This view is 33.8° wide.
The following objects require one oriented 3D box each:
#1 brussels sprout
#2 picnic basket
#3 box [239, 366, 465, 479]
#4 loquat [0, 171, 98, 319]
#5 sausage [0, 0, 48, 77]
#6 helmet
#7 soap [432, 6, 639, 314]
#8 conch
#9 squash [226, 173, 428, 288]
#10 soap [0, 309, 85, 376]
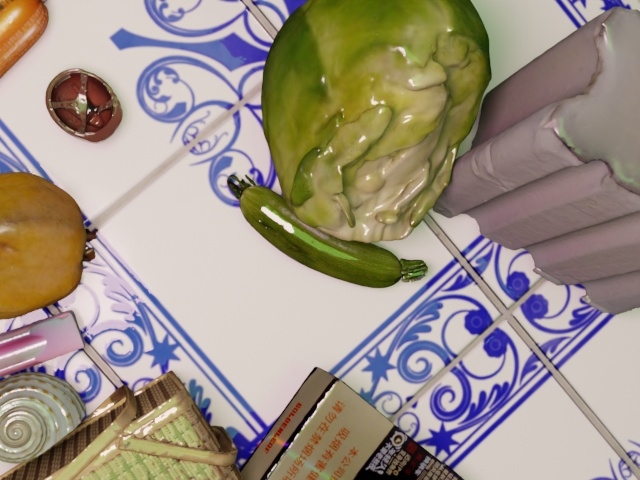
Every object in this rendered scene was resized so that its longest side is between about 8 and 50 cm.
[{"bbox_3d":[0.073,-0.190,1.432,0.276,0.315,0.371,3,114,-34],"label":"brussels sprout"},{"bbox_3d":[-0.270,0.311,1.374,0.313,0.228,0.175,-32,97,-10],"label":"picnic basket"},{"bbox_3d":[0.055,0.344,1.466,0.310,0.084,0.198,41,79,-24],"label":"box"},{"bbox_3d":[-0.405,0.009,1.386,0.234,0.176,0.187,-11,132,-29],"label":"loquat"},{"bbox_3d":[-0.477,-0.239,1.422,0.093,0.093,0.312,43,81,-7],"label":"sausage"},{"bbox_3d":[-0.327,-0.181,1.465,0.111,0.057,0.089,45,77,-2],"label":"helmet"},{"bbox_3d":[0.383,-0.089,1.415,0.350,0.435,0.212,32,77,-5],"label":"soap"},{"bbox_3d":[-0.378,0.221,1.378,0.135,0.153,0.102,-7,118,-5],"label":"conch"},{"bbox_3d":[-0.001,0.003,1.516,0.319,0.071,0.080,26,103,-6],"label":"squash"},{"bbox_3d":[-0.397,0.143,1.416,0.149,0.100,0.056,-19,91,-12],"label":"soap"}]
